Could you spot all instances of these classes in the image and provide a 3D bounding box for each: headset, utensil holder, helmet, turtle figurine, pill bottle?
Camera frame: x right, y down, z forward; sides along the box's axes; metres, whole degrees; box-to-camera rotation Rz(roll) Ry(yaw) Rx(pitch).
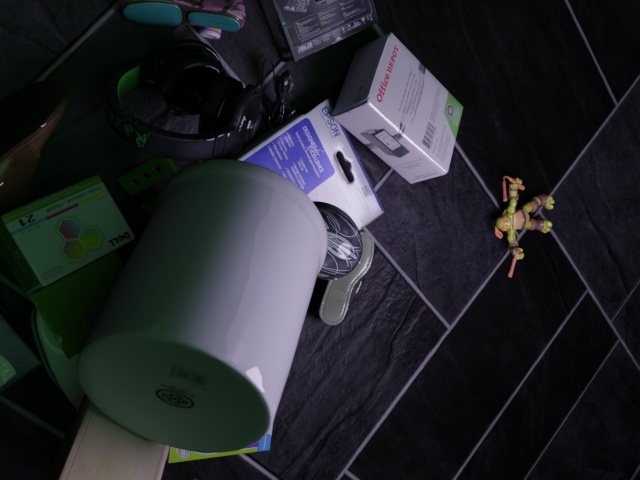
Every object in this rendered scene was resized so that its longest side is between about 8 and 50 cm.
[{"bbox_3d":[-0.203,-0.243,1.217,0.394,0.243,0.185,-28,151,-38],"label":"headset"},{"bbox_3d":[-0.182,0.107,1.102,0.327,0.328,0.385,50,36,-29],"label":"utensil holder"},{"bbox_3d":[0.000,0.000,1.336,0.170,0.162,0.169,-8,105,-30],"label":"helmet"},{"bbox_3d":[0.538,-0.047,1.779,0.217,0.087,0.269,-12,98,-37],"label":"turtle figurine"},{"bbox_3d":[-0.207,-0.433,1.262,0.043,0.043,0.083,8,95,-33],"label":"pill bottle"}]

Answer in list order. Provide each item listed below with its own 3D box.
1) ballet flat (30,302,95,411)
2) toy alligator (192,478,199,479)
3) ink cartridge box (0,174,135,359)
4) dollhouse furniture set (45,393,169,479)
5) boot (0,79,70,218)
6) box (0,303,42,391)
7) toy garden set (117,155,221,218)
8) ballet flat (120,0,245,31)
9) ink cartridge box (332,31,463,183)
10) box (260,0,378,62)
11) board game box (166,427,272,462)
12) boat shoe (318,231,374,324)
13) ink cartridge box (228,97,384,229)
[{"bbox_3d":[-0.405,0.271,1.230,0.139,0.139,0.400,-23,116,-26],"label":"ballet flat"},{"bbox_3d":[-0.243,0.577,1.454,0.190,0.051,0.056,35,82,-32],"label":"toy alligator"},{"bbox_3d":[-0.410,0.044,1.137,0.189,0.097,0.255,-35,97,-41],"label":"ink cartridge box"},{"bbox_3d":[-0.438,0.423,1.150,0.362,0.256,0.394,35,125,-22],"label":"dollhouse furniture set"},{"bbox_3d":[-0.524,-0.140,1.119,0.305,0.112,0.115,-56,152,-14],"label":"boot"},{"bbox_3d":[-0.610,0.144,1.081,0.163,0.142,0.247,-37,117,-20],"label":"box"},{"bbox_3d":[-0.231,-0.082,1.277,0.204,0.049,0.244,-27,119,17],"label":"toy garden set"},{"bbox_3d":[-0.248,-0.434,1.206,0.222,0.077,0.079,2,73,-10],"label":"ballet flat"},{"bbox_3d":[0.177,-0.287,1.455,0.273,0.115,0.198,35,60,-32],"label":"ink cartridge box"},{"bbox_3d":[-0.006,-0.498,1.364,0.231,0.056,0.183,-32,115,-22],"label":"box"},{"bbox_3d":[-0.206,0.281,1.397,0.233,0.078,0.346,3,99,-32],"label":"board game box"},{"bbox_3d":[0.057,0.086,1.526,0.081,0.068,0.227,25,84,2],"label":"boat shoe"},{"bbox_3d":[-0.045,-0.099,1.423,0.307,0.072,0.303,-39,117,-21],"label":"ink cartridge box"}]
